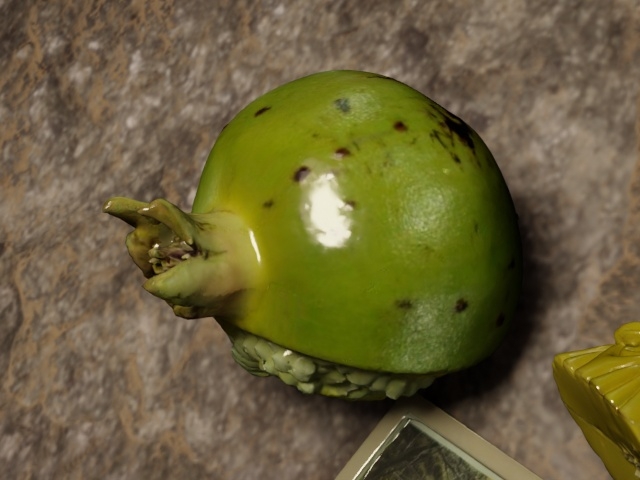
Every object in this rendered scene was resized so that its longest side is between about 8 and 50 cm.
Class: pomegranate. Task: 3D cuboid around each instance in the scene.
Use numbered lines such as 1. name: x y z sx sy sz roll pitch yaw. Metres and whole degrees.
1. pomegranate: 0.000 0.000 1.139 0.260 0.341 0.260 2 93 47

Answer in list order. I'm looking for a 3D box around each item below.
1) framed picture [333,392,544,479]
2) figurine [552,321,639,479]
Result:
1. framed picture: 0.101 0.271 1.087 0.240 0.020 0.324 -50 49 -8
2. figurine: 0.334 0.067 1.020 0.315 0.168 0.187 -33 10 -4
